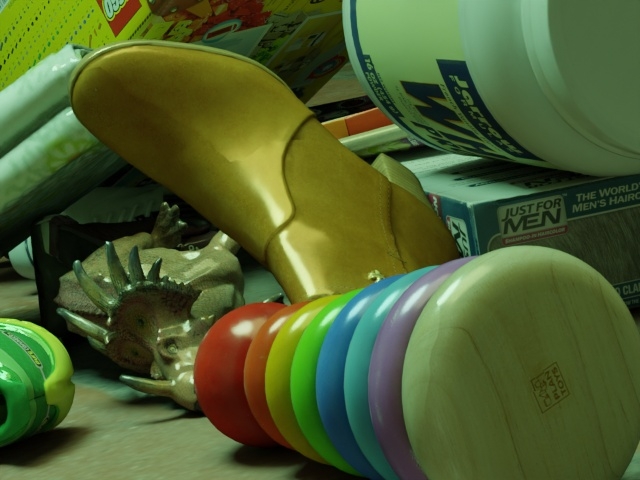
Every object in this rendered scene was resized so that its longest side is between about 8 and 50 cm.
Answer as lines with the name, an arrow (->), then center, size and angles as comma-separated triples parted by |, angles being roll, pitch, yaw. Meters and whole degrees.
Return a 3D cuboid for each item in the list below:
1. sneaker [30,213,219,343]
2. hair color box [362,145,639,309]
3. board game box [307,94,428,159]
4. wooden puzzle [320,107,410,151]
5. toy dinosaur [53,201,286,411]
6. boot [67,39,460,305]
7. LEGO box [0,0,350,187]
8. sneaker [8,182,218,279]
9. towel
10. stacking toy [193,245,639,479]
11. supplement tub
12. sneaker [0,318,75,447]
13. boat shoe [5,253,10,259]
sneaker -> -0.162, 0.016, 1.641 | 0.163, 0.106, 0.281 | -7, 9, -1
hair color box -> 0.144, -0.013, 1.484 | 0.174, 0.105, 0.347 | -12, 9, -14
board game box -> 0.033, -0.077, 1.827 | 0.208, 0.056, 0.347 | -8, 18, -4
wooden puzzle -> 0.029, -0.095, 1.661 | 0.239, 0.044, 0.221 | -10, 3, 2
toy dinosaur -> -0.133, 0.046, 1.399 | 0.200, 0.127, 0.296 | -26, 12, -38
boot -> -0.028, -0.019, 1.250 | 0.295, 0.104, 0.211 | 22, 27, -20
LEGO box -> -0.153, -0.223, 1.908 | 0.372, 0.193, 0.500 | -16, -18, -41
sneaker -> -0.203, -0.019, 1.910 | 0.091, 0.094, 0.258 | -8, 8, 40
towel -> -0.301, -0.032, 1.576 | 0.374, 0.090, 0.320 | -36, -1, 7
stacking toy -> 0.026, 0.074, 1.042 | 0.141, 0.141, 0.330 | -15, 7, -30
supplement tub -> 0.175, -0.168, 1.341 | 0.235, 0.235, 0.325 | -13, 11, -19
sneaker -> -0.316, 0.104, 1.251 | 0.296, 0.109, 0.123 | -8, 6, 6
boat shoe -> -0.300, -0.012, 2.093 | 0.183, 0.083, 0.065 | 16, 4, -13
